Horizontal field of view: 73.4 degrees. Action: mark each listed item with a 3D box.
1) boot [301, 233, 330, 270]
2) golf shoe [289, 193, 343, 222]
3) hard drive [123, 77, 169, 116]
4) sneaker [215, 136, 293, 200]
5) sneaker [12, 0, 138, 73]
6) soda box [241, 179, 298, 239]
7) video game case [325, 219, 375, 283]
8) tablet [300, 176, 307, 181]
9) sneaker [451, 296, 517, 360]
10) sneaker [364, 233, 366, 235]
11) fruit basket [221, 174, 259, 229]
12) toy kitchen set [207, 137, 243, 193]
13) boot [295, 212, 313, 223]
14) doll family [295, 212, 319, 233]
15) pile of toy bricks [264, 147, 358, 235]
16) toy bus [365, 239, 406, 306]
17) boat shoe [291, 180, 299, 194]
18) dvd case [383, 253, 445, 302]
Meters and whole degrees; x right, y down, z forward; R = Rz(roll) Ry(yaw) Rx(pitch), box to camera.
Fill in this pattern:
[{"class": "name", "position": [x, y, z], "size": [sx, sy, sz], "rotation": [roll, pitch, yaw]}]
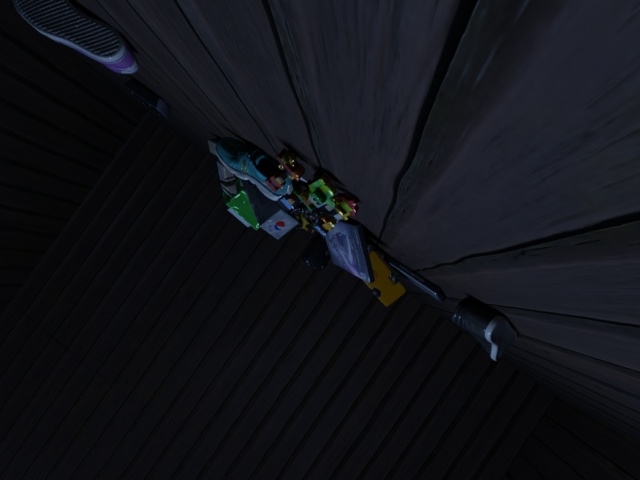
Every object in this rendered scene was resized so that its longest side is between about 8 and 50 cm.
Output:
[{"class": "boot", "position": [0.000, 0.000, 1.637], "size": [0.094, 0.207, 0.246], "rotation": [34, 178, 34]}, {"class": "golf shoe", "position": [-0.001, -0.106, 1.262], "size": [0.198, 0.077, 0.093], "rotation": [20, -155, 29]}, {"class": "hard drive", "position": [-0.719, -0.594, 1.811], "size": [0.172, 0.054, 0.254], "rotation": [36, 178, -11]}, {"class": "sneaker", "position": [-0.188, -0.229, 1.248], "size": [0.275, 0.107, 0.110], "rotation": [33, 156, 12]}, {"class": "sneaker", "position": [-0.568, -0.488, 1.021], "size": [0.282, 0.102, 0.161], "rotation": [35, -178, -3]}, {"class": "soda box", "position": [-0.172, -0.143, 1.382], "size": [0.098, 0.091, 0.286], "rotation": [38, -162, -47]}, {"class": "video game case", "position": [0.083, 0.016, 1.436], "size": [0.274, 0.026, 0.196], "rotation": [24, 132, 62]}, {"class": "tablet", "position": [-0.072, -0.187, 1.214], "size": [0.054, 0.006, 0.083], "rotation": [36, 178, -33]}, {"class": "sneaker", "position": [0.473, 0.252, 1.253], "size": [0.146, 0.105, 0.296], "rotation": [36, 174, 41]}, {"class": "sneaker", "position": [0.140, -0.016, 1.455], "size": [0.043, 0.040, 0.109], "rotation": [19, -175, -10]}, {"class": "fruit basket", "position": [-0.323, -0.214, 1.996], "size": [0.327, 0.165, 0.353], "rotation": [42, -164, -28]}, {"class": "toy kitchen set", "position": [-0.342, -0.316, 1.751], "size": [0.122, 0.166, 0.207], "rotation": [33, 135, 46]}, {"class": "boot", "position": [-0.147, -0.147, 1.745], "size": [0.248, 0.090, 0.206], "rotation": [8, 161, 43]}, {"class": "doll family", "position": [-0.069, -0.095, 1.556], "size": [0.075, 0.112, 0.193], "rotation": [-11, -130, -28]}, {"class": "pile of toy bricks", "position": [-0.007, -0.104, 0.906], "size": [0.212, 0.118, 0.105], "rotation": [45, 143, -18]}, {"class": "toy bus", "position": [0.197, 0.106, 1.638], "size": [0.333, 0.108, 0.130], "rotation": [49, -174, -26]}, {"class": "boat shoe", "position": [-0.092, -0.168, 1.451], "size": [0.056, 0.049, 0.152], "rotation": [9, 176, -8]}, {"class": "dvd case", "position": [0.359, 0.145, 1.635], "size": [0.238, 0.030, 0.179], "rotation": [34, 178, 29]}]
